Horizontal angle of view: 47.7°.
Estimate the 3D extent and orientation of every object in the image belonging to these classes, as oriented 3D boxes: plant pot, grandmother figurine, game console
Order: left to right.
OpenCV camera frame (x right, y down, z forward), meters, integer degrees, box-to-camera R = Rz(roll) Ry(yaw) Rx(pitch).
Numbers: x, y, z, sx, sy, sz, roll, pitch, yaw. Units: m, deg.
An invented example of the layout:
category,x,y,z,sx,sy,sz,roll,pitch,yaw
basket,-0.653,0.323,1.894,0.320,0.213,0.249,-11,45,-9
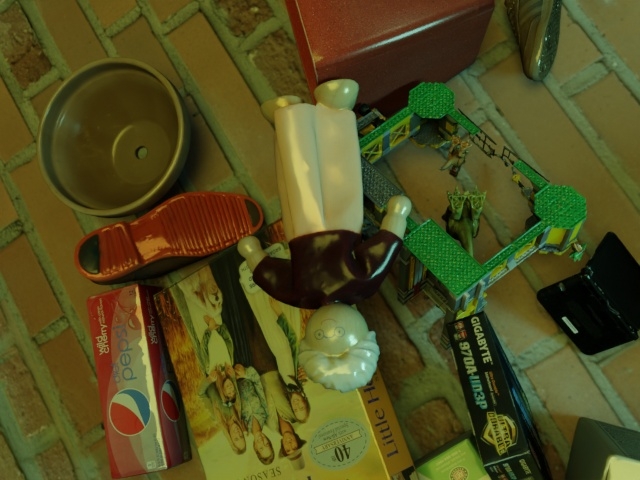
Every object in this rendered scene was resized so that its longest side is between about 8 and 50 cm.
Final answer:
category,x,y,z,sx,sy,sz,roll,pitch,yaw
plant pot,-0.293,-0.145,1.090,0.237,0.110,0.237,-2,83,14
grandmother figurine,0.000,0.000,0.820,0.208,0.104,0.342,-17,72,26
plant pot,0.079,-0.316,0.951,0.236,0.267,0.267,-15,79,0
game console,0.348,0.069,0.909,0.107,0.071,0.122,-31,112,35

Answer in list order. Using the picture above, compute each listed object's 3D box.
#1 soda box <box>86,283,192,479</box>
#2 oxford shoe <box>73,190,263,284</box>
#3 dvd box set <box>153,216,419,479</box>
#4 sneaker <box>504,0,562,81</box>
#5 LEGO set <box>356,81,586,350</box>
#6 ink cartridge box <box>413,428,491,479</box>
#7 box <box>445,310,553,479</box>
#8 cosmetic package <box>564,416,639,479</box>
category,x,y,z,sx,sy,sz,roll,pitch,yaw
soda box,-0.263,0.200,1.049,0.092,0.083,0.263,-15,79,13
oxford shoe,-0.216,-0.001,1.066,0.271,0.098,0.097,-14,73,-6
dvd box set,-0.055,0.211,0.941,0.308,0.062,0.420,-29,74,35
sneaker,0.287,-0.305,0.990,0.071,0.066,0.188,6,78,32
LEGO set,0.159,-0.023,0.944,0.331,0.192,0.255,38,70,23
ink cartridge box,0.181,0.371,0.902,0.154,0.093,0.212,-33,77,9
box,0.212,0.211,0.820,0.051,0.220,0.175,-21,44,14
cosmetic package,0.350,0.274,0.757,0.160,0.309,0.113,14,86,17
